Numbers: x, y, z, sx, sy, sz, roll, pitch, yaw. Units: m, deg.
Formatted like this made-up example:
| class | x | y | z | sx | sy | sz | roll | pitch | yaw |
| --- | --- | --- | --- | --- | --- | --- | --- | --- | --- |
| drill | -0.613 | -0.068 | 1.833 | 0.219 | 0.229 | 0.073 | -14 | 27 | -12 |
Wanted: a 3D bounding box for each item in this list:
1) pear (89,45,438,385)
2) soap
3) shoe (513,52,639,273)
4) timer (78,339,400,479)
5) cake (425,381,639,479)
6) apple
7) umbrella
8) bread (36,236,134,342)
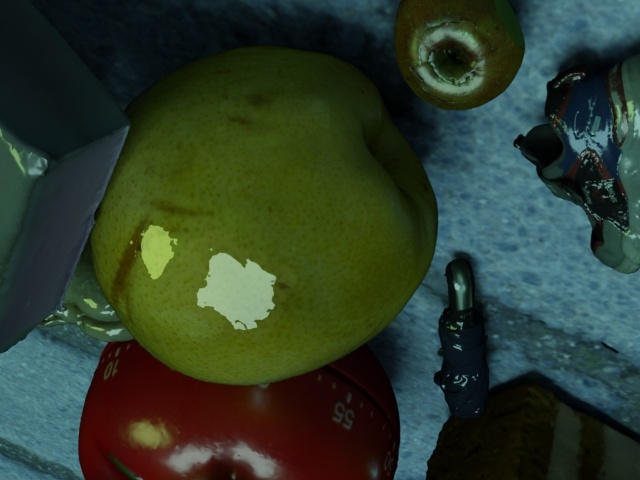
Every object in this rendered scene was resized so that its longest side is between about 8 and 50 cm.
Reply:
| class | x | y | z | sx | sy | sz | roll | pitch | yaw |
| --- | --- | --- | --- | --- | --- | --- | --- | --- | --- |
| pear | -0.057 | -0.022 | 0.929 | 0.314 | 0.314 | 0.314 | 12 | 142 | 10 |
| soap | -0.310 | -0.085 | 0.858 | 0.285 | 0.107 | 0.296 | 48 | 139 | 10 |
| shoe | 0.230 | -0.059 | 0.898 | 0.126 | 0.099 | 0.227 | 0 | 134 | 12 |
| timer | -0.091 | 0.221 | 1.242 | 0.378 | 0.279 | 0.378 | 10 | 142 | 8 |
| cake | 0.294 | 0.327 | 1.278 | 0.293 | 0.196 | 0.199 | 27 | 144 | -16 |
| apple | 0.108 | -0.163 | 0.836 | 0.099 | 0.102 | 0.114 | -27 | 116 | 28 |
| umbrella | 0.156 | 0.118 | 1.175 | 0.071 | 0.071 | 0.248 | 6 | 141 | 17 |
| bread | -0.244 | 0.019 | 1.137 | 0.337 | 0.183 | 0.102 | 8 | 134 | 19 |
